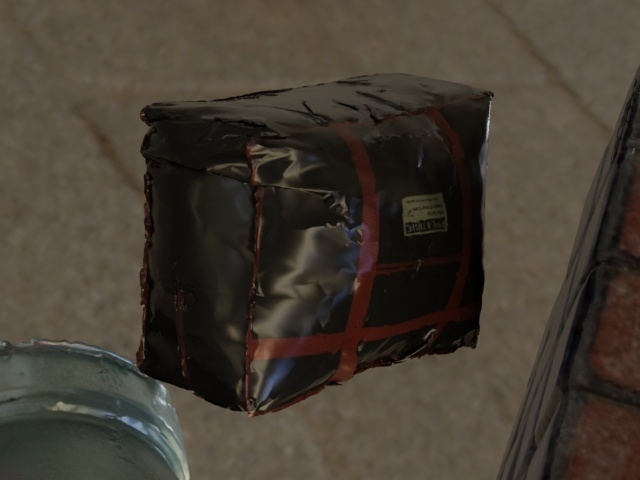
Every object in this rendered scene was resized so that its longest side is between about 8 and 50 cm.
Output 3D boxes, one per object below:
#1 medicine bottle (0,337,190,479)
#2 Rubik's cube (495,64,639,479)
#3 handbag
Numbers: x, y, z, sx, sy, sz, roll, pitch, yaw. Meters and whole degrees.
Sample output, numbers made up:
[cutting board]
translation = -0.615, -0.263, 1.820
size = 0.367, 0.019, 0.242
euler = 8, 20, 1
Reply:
[medicine bottle]
translation = -0.153, 0.221, 1.057
size = 0.245, 0.245, 0.290
euler = 20, 34, -27
[Rubik's cube]
translation = 0.283, 0.142, 1.115
size = 0.344, 0.337, 0.344
euler = 19, 58, 5
[handbag]
translation = 0.000, 0.000, 1.077
size = 0.215, 0.169, 0.155
euler = -12, 21, -43
